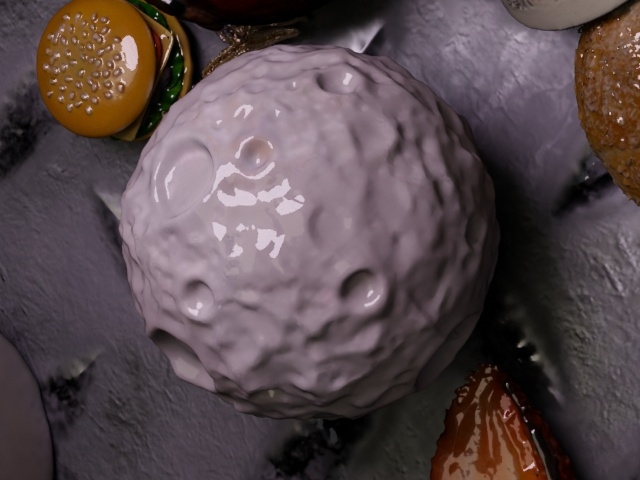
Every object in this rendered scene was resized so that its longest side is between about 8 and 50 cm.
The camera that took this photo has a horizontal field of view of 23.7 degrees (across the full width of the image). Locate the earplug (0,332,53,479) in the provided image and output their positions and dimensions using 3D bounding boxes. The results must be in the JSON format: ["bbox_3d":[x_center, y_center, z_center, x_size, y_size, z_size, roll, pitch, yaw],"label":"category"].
[{"bbox_3d":[-0.535,0.258,1.645,0.394,0.312,0.313,-18,85,28],"label":"earplug"}]

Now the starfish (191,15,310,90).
[{"bbox_3d":[-0.087,-0.201,1.527,0.133,0.041,0.130,38,100,23],"label":"starfish"}]

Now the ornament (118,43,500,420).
[{"bbox_3d":[0.000,0.000,1.335,0.337,0.337,0.337,2,94,28],"label":"ornament"}]

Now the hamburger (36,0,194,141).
[{"bbox_3d":[-0.209,-0.177,1.553,0.162,0.115,0.162,1,92,28],"label":"hamburger"}]

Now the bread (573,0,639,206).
[{"bbox_3d":[0.348,-0.143,1.235,0.305,0.158,0.306,2,94,26],"label":"bread"}]

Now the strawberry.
[{"bbox_3d":[0.171,0.216,1.392,0.140,0.085,0.192,-41,74,25],"label":"strawberry"}]

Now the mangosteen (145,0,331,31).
[{"bbox_3d":[-0.069,-0.340,1.383,0.311,0.311,0.311,2,94,28],"label":"mangosteen"}]

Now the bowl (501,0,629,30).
[{"bbox_3d":[0.202,-0.302,1.254,0.237,0.126,0.238,-34,40,34],"label":"bowl"}]
